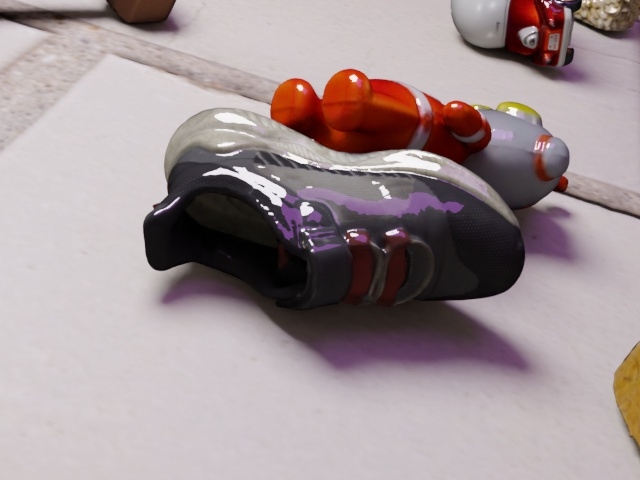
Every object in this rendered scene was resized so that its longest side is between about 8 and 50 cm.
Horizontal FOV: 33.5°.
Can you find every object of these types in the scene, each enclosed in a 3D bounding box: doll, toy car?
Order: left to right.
[{"bbox_3d":[0.087,-0.065,0.719,0.245,0.076,0.142,9,-4,-36],"label":"doll"},{"bbox_3d":[0.184,-0.228,1.035,0.112,0.112,0.139,-7,44,-5],"label":"toy car"}]

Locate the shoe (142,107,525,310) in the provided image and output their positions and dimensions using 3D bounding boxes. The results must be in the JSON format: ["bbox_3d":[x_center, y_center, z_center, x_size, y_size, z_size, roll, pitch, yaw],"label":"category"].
[{"bbox_3d":[0.000,0.000,0.614,0.228,0.099,0.112,18,39,13],"label":"shoe"}]

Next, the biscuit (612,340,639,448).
[{"bbox_3d":[0.207,0.120,0.541,0.056,0.052,0.188,22,29,-19],"label":"biscuit"}]

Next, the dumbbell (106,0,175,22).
[{"bbox_3d":[-0.228,-0.223,0.869,0.231,0.082,0.092,-8,37,-31],"label":"dumbbell"}]

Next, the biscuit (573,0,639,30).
[{"bbox_3d":[0.288,-0.293,1.195,0.168,0.070,0.082,33,32,31],"label":"biscuit"}]
